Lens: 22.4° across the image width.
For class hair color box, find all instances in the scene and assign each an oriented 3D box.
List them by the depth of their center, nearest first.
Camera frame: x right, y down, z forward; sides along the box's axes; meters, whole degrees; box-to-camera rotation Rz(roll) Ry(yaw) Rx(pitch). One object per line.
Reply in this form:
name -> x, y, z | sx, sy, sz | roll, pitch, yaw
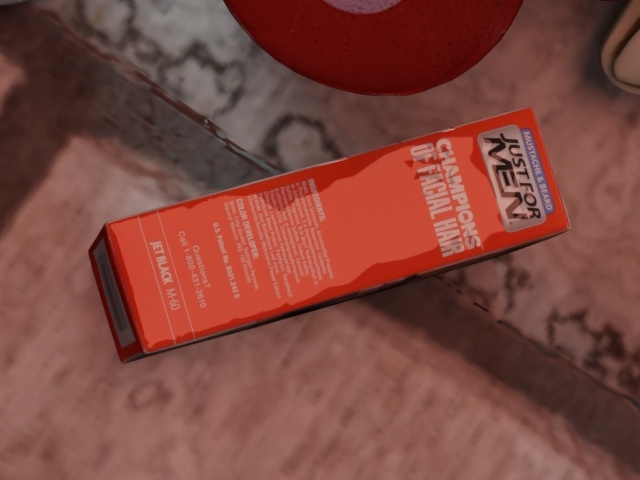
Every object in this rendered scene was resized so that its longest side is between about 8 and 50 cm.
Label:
hair color box -> 0.000, 0.000, 0.626 | 0.167, 0.093, 0.053 | -17, 87, -13

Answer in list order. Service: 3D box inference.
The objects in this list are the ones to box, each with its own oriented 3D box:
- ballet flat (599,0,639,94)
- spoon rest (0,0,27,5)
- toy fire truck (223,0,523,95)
ballet flat -> 0.124, -0.130, 0.671 | 0.348, 0.123, 0.123 | 36, 77, -6
spoon rest -> -0.201, -0.161, 0.608 | 0.276, 0.084, 0.137 | 3, 115, -15
toy fire truck -> 0.011, -0.209, 0.477 | 0.302, 0.254, 0.169 | 28, 42, -3
